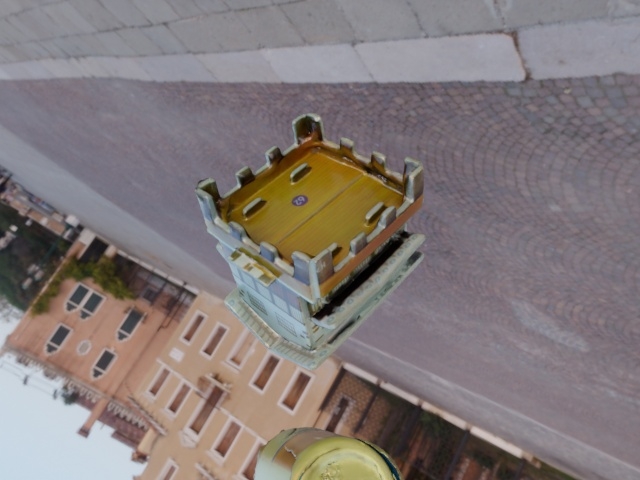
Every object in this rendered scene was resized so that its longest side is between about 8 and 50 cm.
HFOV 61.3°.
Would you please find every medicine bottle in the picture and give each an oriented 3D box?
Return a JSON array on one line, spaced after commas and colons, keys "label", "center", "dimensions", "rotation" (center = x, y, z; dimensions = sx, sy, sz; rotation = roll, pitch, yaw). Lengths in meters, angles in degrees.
[{"label": "medicine bottle", "center": [-0.002, 0.269, 0.597], "dimensions": [0.124, 0.124, 0.239], "rotation": [32, 160, -6]}]

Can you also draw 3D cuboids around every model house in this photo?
[{"label": "model house", "center": [0.000, 0.000, 0.647], "dimensions": [0.198, 0.224, 0.215], "rotation": [32, 149, 29]}]
